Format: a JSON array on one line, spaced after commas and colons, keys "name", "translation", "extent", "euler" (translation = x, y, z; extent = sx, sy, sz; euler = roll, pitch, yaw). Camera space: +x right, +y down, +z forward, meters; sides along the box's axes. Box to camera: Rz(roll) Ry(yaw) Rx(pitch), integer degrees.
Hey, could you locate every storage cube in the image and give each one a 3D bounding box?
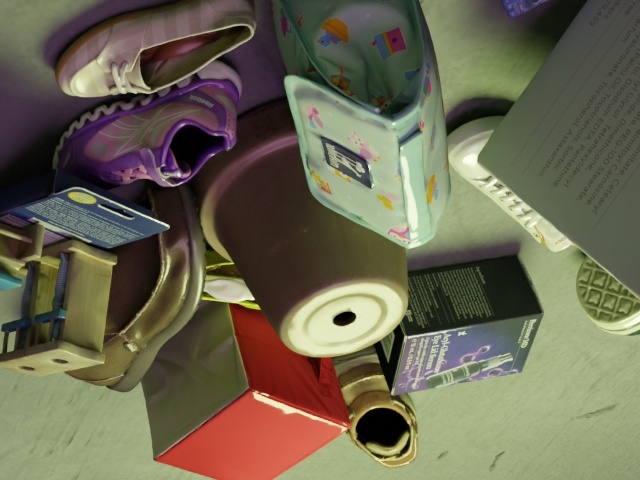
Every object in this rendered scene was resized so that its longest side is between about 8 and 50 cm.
[{"name": "storage cube", "translation": [-0.107, 0.195, 1.734], "extent": [0.215, 0.183, 0.193], "euler": [-38, 138, 26]}]

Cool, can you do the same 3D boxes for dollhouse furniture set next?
[{"name": "dollhouse furniture set", "translation": [-0.342, 0.060, 1.426], "extent": [0.129, 0.129, 0.184], "euler": [-15, 152, 40]}]

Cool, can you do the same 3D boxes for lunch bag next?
[{"name": "lunch bag", "translation": [0.046, -0.144, 1.292], "extent": [0.160, 0.262, 0.223], "euler": [-16, 145, -3]}]

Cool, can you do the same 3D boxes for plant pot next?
[{"name": "plant pot", "translation": [0.000, 0.000, 1.489], "extent": [0.263, 0.229, 0.263], "euler": [-12, 142, -9]}]

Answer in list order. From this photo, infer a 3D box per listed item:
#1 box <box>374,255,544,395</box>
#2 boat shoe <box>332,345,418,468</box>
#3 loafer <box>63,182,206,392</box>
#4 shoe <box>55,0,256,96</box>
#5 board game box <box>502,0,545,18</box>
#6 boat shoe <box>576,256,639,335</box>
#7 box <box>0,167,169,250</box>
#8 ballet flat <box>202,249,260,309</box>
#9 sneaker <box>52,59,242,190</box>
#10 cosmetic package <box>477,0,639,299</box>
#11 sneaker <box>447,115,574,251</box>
[{"name": "box", "translation": [0.190, 0.119, 1.825], "extent": [0.207, 0.108, 0.153], "euler": [-9, 142, -12]}, {"name": "boat shoe", "translation": [0.089, 0.285, 1.988], "extent": [0.123, 0.116, 0.324], "euler": [-22, 144, 5]}, {"name": "loafer", "translation": [-0.240, 0.070, 1.554], "extent": [0.130, 0.134, 0.366], "euler": [4, 138, -27]}, {"name": "shoe", "translation": [-0.166, -0.193, 1.309], "extent": [0.219, 0.058, 0.076], "euler": [-22, 143, 5]}, {"name": "board game box", "translation": [0.228, -0.289, 1.385], "extent": [0.090, 0.020, 0.090], "euler": [-27, 143, 10]}, {"name": "boat shoe", "translation": [0.582, -0.020, 1.760], "extent": [0.500, 0.187, 0.156], "euler": [-36, 145, 31]}, {"name": "box", "translation": [-0.285, -0.024, 1.429], "extent": [0.225, 0.036, 0.136], "euler": [-14, 152, 39]}, {"name": "ballet flat", "translation": [-0.079, 0.057, 1.642], "extent": [0.231, 0.077, 0.077], "euler": [7, 105, -28]}, {"name": "sneaker", "translation": [-0.183, -0.098, 1.387], "extent": [0.236, 0.104, 0.095], "euler": [-27, 145, 16]}, {"name": "cosmetic package", "translation": [0.454, -0.071, 1.385], "extent": [0.329, 0.393, 0.327], "euler": [25, 105, -42]}, {"name": "sneaker", "translation": [0.274, -0.062, 1.615], "extent": [0.290, 0.123, 0.106], "euler": [21, 130, -39]}]
